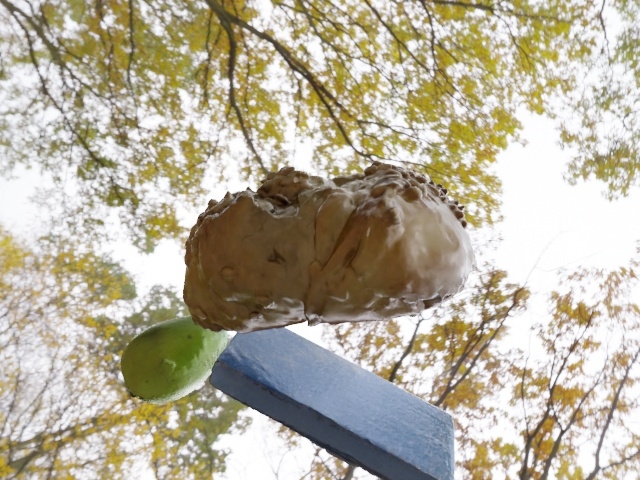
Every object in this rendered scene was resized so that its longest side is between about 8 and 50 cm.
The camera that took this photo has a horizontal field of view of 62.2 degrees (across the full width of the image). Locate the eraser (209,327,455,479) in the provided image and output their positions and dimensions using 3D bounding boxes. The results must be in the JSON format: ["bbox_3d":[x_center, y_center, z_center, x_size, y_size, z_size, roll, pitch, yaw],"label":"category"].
[{"bbox_3d":[0.023,0.204,0.675,0.312,0.144,0.043,27,-69,3],"label":"eraser"}]

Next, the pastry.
[{"bbox_3d":[0.000,0.000,0.559,0.311,0.255,0.162,-7,-89,22],"label":"pastry"}]

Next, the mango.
[{"bbox_3d":[-0.223,0.180,0.836,0.100,0.178,0.119,5,-58,56],"label":"mango"}]
